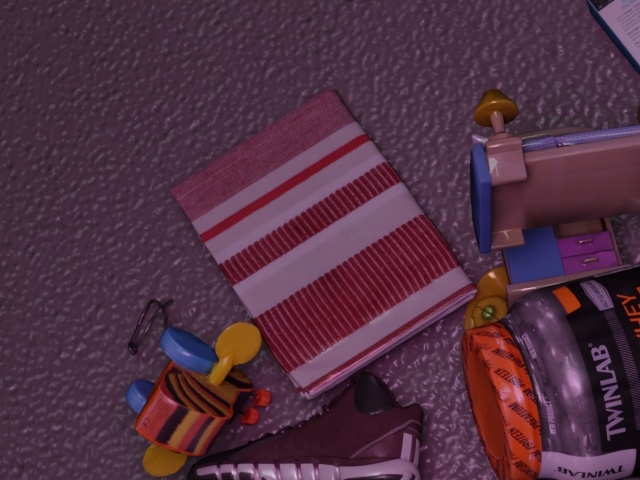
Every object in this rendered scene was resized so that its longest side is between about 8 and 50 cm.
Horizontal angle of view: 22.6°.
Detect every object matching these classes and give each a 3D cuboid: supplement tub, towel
[{"bbox_3d":[0.326,0.128,1.619,0.338,0.207,0.207,-14,70,-7],"label":"supplement tub"},{"bbox_3d":[0.000,0.000,1.862,0.237,0.037,0.329,-33,63,-3],"label":"towel"}]

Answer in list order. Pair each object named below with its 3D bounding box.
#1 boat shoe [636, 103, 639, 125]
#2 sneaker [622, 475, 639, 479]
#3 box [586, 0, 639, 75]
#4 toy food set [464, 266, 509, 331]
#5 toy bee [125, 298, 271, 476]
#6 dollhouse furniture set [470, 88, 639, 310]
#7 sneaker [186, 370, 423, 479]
[{"bbox_3d":[0.413,-0.110,1.740,0.153,0.048,0.056,31,103,31],"label":"boat shoe"},{"bbox_3d":[0.354,0.301,1.664,0.330,0.146,0.122,-2,84,40],"label":"sneaker"},{"bbox_3d":[0.411,-0.210,1.820,0.100,0.060,0.244,-35,68,5],"label":"box"},{"bbox_3d":[0.259,0.096,1.766,0.218,0.071,0.128,16,79,19],"label":"toy food set"},{"bbox_3d":[-0.124,0.161,1.799,0.162,0.298,0.195,29,123,-14],"label":"toy bee"},{"bbox_3d":[0.289,-0.097,1.671,0.286,0.303,0.198,-10,59,2],"label":"dollhouse furniture set"},{"bbox_3d":[-0.006,0.227,1.804,0.281,0.106,0.162,-3,49,24],"label":"sneaker"}]
